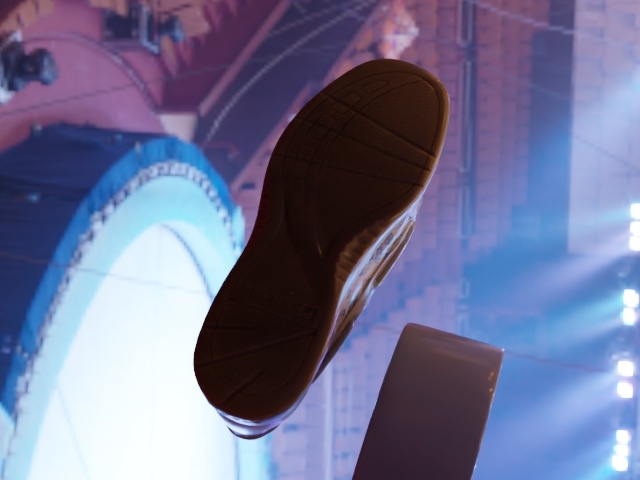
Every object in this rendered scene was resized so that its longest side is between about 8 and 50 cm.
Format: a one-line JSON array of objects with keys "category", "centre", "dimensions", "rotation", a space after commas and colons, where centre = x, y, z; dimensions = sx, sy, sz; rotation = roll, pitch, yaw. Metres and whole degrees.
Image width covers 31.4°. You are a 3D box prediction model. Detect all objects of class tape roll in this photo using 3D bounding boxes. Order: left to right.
[{"category": "tape roll", "centre": [0.064, 0.170, 0.788], "dimensions": [0.219, 0.072, 0.219], "rotation": [15, 90, -81]}]

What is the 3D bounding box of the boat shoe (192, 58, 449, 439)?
[{"category": "boat shoe", "centre": [0.000, 0.000, 0.779], "dimensions": [0.285, 0.105, 0.089], "rotation": [-59, 168, -21]}]
